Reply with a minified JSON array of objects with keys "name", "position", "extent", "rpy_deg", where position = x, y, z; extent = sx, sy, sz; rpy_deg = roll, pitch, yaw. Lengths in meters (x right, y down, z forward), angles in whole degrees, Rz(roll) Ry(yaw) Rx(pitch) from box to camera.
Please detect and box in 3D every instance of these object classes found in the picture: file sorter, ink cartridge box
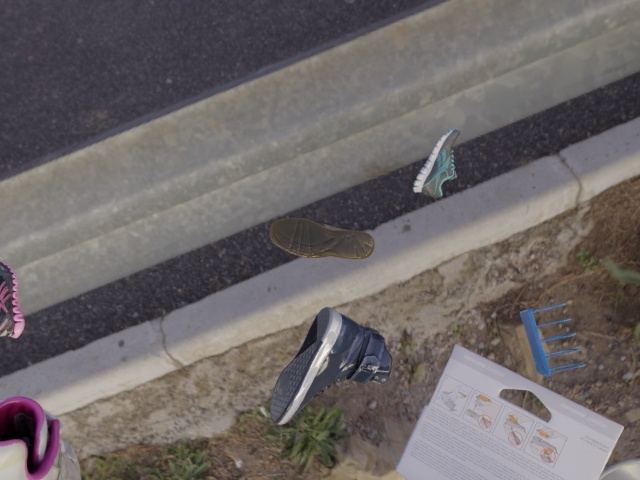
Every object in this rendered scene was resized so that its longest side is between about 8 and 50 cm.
[{"name":"file sorter","position":[0.605,0.256,1.437],"extent":[0.105,0.118,0.170],"rpy_deg":[-14,77,9]},{"name":"ink cartridge box","position":[0.319,0.362,0.959],"extent":[0.297,0.066,0.261],"rpy_deg":[25,91,22]}]

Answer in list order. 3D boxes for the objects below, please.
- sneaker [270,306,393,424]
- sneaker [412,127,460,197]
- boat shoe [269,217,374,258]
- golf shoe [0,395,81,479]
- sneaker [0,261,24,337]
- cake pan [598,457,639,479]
[{"name":"sneaker","position":[0.025,0.239,0.947],"extent":[0.226,0.164,0.086],"rpy_deg":[-58,27,12]},{"name":"sneaker","position":[0.276,-0.169,1.231],"extent":[0.076,0.065,0.166],"rpy_deg":[30,105,10]},{"name":"boat shoe","position":[0.001,-0.001,1.178],"extent":[0.224,0.073,0.080],"rpy_deg":[7,91,-8]},{"name":"golf shoe","position":[-0.268,0.206,0.498],"extent":[0.115,0.306,0.140],"rpy_deg":[24,80,-9]},{"name":"sneaker","position":[-0.466,0.085,0.789],"extent":[0.047,0.057,0.119],"rpy_deg":[-37,67,38]},{"name":"cake pan","position":[0.639,0.566,1.082],"extent":[0.294,0.054,0.292],"rpy_deg":[0,89,6]}]
